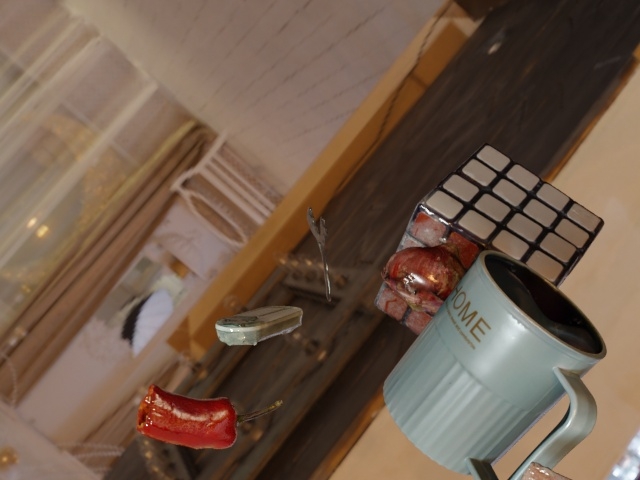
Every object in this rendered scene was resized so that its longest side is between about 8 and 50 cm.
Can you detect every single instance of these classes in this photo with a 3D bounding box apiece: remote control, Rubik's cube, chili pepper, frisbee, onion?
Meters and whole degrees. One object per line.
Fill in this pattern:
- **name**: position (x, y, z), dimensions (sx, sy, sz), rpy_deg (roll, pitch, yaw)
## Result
- **remote control**: position (-0.124, 0.173, 1.757), dimensions (0.104, 0.052, 0.247), rpy_deg (3, -174, 30)
- **Rubik's cube**: position (0.376, 0.048, 1.927), dimensions (0.343, 0.337, 0.345), rpy_deg (35, 133, 13)
- **chili pepper**: position (-0.266, 0.444, 2.048), dimensions (0.338, 0.131, 0.135), rpy_deg (15, 136, -22)
- **frisbee**: position (0.000, 0.000, 1.719), dimensions (0.187, 0.012, 0.211), rpy_deg (96, 162, -63)
- **onion**: position (0.209, 0.066, 1.602), dimensions (0.183, 0.147, 0.184), rpy_deg (25, 162, 9)

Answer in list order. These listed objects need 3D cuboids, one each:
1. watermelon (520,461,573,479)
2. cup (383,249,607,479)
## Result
- **watermelon**: position (0.353, 0.414, 1.163), dimensions (0.202, 0.136, 0.207), rpy_deg (44, 125, -5)
- **cup**: position (0.310, 0.239, 1.451), dimensions (0.331, 0.311, 0.256), rpy_deg (46, -156, 23)
